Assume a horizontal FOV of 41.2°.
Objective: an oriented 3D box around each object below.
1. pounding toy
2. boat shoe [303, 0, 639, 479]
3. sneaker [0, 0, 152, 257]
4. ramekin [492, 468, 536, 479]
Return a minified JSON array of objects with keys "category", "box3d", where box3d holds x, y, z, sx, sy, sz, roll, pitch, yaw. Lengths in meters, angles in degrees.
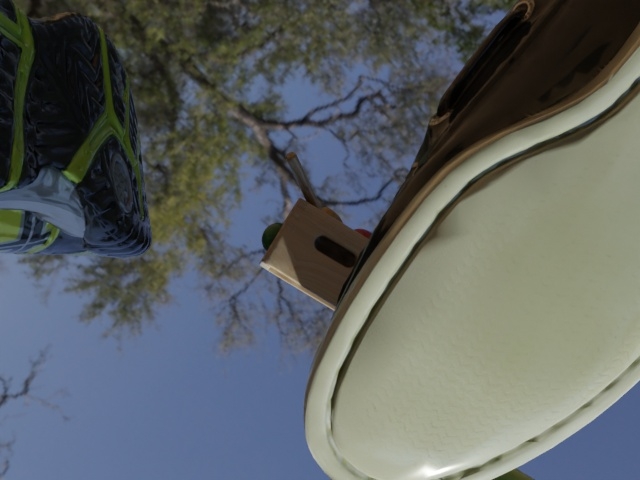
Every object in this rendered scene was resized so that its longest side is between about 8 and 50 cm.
[{"category":"pounding toy","box3d":[0.000,0.000,0.838,0.100,0.141,0.130,-59,-177,-6]},{"category":"boat shoe","box3d":[0.108,-0.043,0.369,0.340,0.127,0.113,-55,-161,3]},{"category":"sneaker","box3d":[-0.201,-0.059,0.474,0.147,0.384,0.145,-11,-100,6]},{"category":"ramekin","box3d":[0.221,0.315,0.733,0.148,0.303,0.303,-59,-150,-6]}]
